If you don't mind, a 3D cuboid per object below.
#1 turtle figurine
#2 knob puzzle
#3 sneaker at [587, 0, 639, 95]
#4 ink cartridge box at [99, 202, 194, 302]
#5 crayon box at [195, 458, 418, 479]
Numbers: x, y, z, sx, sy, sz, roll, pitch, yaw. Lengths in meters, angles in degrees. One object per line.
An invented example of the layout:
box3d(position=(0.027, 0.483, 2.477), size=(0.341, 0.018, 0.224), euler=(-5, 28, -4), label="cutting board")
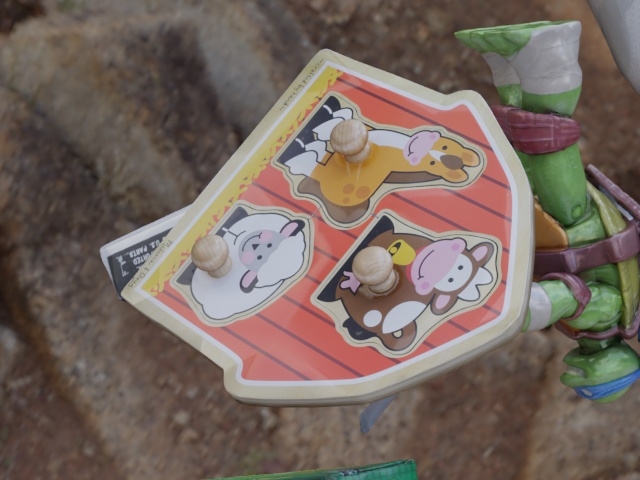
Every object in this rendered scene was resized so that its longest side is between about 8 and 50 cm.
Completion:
box3d(position=(0.109, -0.010, 1.187), size=(0.198, 0.274, 0.266), euler=(-18, 104, -60), label="turtle figurine")
box3d(position=(0.016, -0.003, 0.824), size=(0.030, 0.213, 0.213), euler=(57, 17, -50), label="knob puzzle")
box3d(position=(0.041, -0.118, 0.463), size=(0.191, 0.083, 0.071), euler=(63, 11, -11), label="sneaker")
box3d(position=(0.000, 0.000, 1.103), size=(0.208, 0.206, 0.045), euler=(23, 46, -65), label="ink cartridge box")
box3d(position=(-0.041, 0.249, 1.219), size=(0.081, 0.278, 0.165), euler=(-4, 83, -42), label="crayon box")
